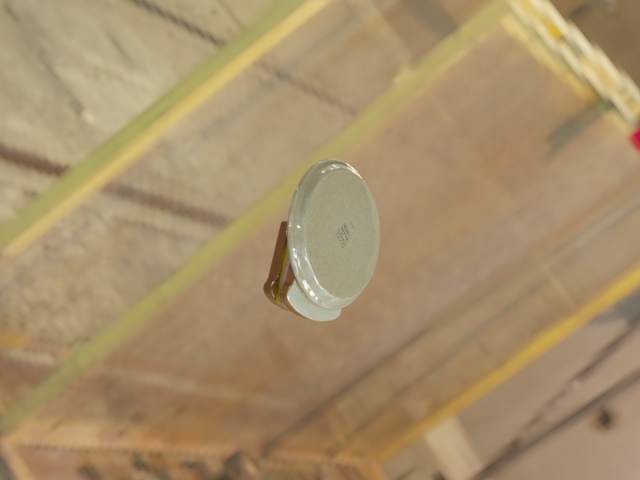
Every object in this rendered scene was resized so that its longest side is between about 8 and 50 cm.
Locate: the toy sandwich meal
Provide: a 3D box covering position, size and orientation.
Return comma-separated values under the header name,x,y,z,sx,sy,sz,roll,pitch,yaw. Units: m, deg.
name,x,y,z,sx,sy,sz,roll,pitch,yaw
toy sandwich meal,0.000,0.000,1.000,0.085,0.029,0.085,1,89,-54
